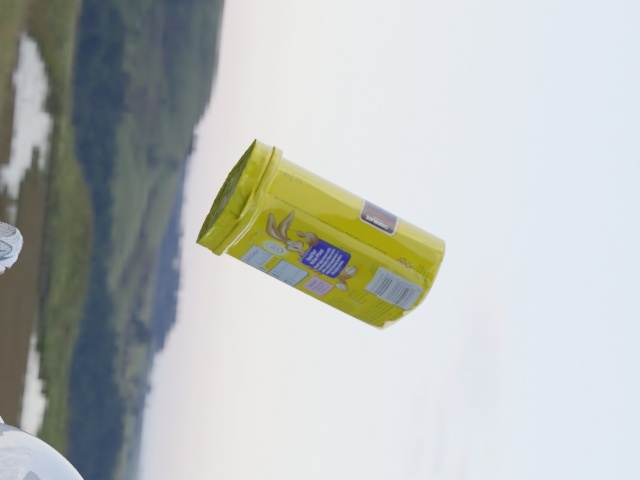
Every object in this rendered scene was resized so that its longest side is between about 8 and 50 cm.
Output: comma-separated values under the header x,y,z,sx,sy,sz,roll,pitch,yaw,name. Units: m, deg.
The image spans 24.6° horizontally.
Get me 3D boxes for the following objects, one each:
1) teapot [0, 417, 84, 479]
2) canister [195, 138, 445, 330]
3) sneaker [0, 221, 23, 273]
x,y,z,sx,sy,sz,roll,pitch,yaw,name
-0.297,0.231,1.088,0.256,0.252,0.187,37,-13,44,teapot
0.000,0.000,1.155,0.073,0.170,0.126,-67,-170,-22,canister
-0.340,-0.033,1.263,0.088,0.225,0.092,27,-90,39,sneaker
